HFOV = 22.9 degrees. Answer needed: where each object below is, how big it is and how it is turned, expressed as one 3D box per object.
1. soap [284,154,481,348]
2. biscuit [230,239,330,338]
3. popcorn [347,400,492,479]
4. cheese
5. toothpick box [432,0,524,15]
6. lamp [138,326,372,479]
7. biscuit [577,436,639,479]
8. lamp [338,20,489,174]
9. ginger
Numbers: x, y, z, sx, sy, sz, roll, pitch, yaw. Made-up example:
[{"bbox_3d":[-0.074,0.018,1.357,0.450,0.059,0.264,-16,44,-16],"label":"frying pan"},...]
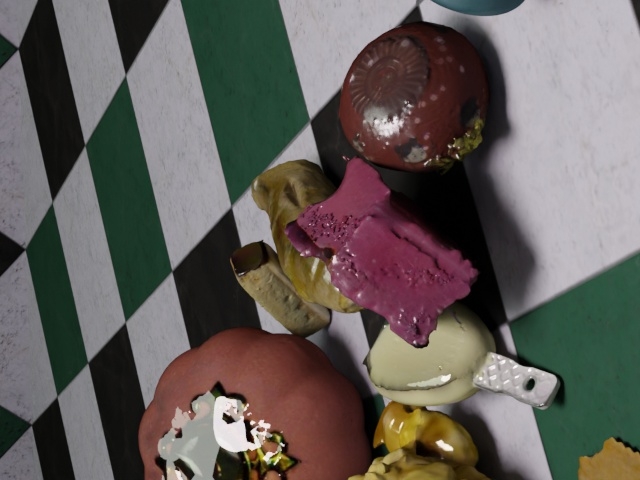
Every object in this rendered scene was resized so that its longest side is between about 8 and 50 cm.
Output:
[{"bbox_3d":[0.062,0.005,1.618,0.182,0.112,0.289,43,-176,-1],"label":"soap"},{"bbox_3d":[-0.047,0.062,1.966,0.188,0.056,0.052,48,-166,-53],"label":"biscuit"},{"bbox_3d":[0.106,0.321,1.637,0.332,0.225,0.265,-91,23,-46],"label":"popcorn"},{"bbox_3d":[0.150,0.127,1.609,0.251,0.054,0.127,17,75,53],"label":"cheese"},{"bbox_3d":[0.149,-0.302,1.391,0.120,0.120,0.184,-120,33,-41],"label":"toothpick box"},{"bbox_3d":[-0.075,0.257,1.986,0.305,0.239,0.305,1,93,22],"label":"lamp"},{"bbox_3d":[0.297,0.303,1.412,0.237,0.013,0.232,-151,54,-61],"label":"biscuit"},{"bbox_3d":[0.099,-0.136,1.570,0.156,0.135,0.157,-4,69,33],"label":"lamp"},{"bbox_3d":[0.000,0.000,1.875,0.263,0.109,0.116,-127,31,-49],"label":"ginger"}]
